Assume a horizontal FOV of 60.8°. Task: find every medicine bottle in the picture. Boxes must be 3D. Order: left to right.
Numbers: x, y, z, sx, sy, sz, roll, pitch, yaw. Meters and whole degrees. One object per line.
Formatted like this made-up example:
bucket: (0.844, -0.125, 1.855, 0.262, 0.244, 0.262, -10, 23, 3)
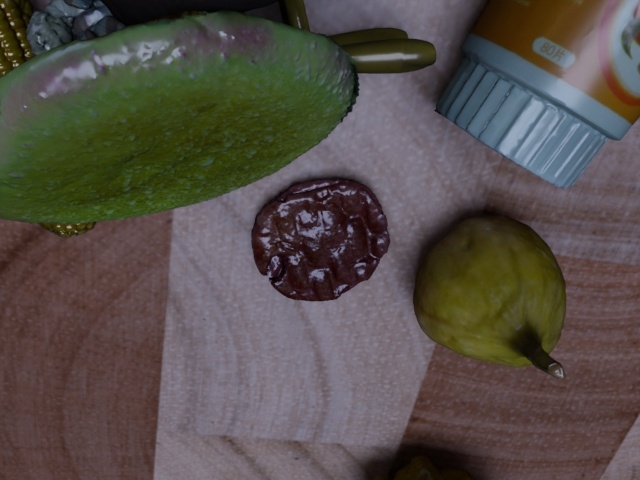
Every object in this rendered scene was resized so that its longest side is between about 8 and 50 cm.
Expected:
medicine bottle: (0.234, -0.207, 0.432, 0.158, 0.158, 0.318, 23, 113, -16)

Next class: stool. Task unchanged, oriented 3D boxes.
stool: (0.025, -0.189, 0.449, 0.111, 0.134, 0.135, -15, 163, -2)

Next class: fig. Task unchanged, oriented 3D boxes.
fig: (0.178, 0.067, 0.521, 0.159, 0.257, 0.159, 1, 103, 2)

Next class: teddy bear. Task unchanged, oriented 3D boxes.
teddy bear: (-0.175, -0.190, 0.446, 0.133, 0.111, 0.213, -25, 94, -16)

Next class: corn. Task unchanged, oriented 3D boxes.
corn: (-0.259, -0.105, 0.483, 0.080, 0.080, 0.231, -8, 119, -1)

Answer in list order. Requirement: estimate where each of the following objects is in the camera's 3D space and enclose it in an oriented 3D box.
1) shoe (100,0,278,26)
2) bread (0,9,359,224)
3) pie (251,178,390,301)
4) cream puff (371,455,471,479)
shoe: (-0.128, -0.244, 0.314, 0.384, 0.171, 0.237, -2, 124, 5)
bread: (-0.109, -0.069, 0.417, 0.301, 0.301, 0.045, -19, 84, 5)
pie: (0.000, 0.000, 0.588, 0.154, 0.038, 0.153, -4, 118, -7)
cream puff: (0.151, 0.421, 0.731, 0.244, 0.244, 0.196, -17, 154, 4)
